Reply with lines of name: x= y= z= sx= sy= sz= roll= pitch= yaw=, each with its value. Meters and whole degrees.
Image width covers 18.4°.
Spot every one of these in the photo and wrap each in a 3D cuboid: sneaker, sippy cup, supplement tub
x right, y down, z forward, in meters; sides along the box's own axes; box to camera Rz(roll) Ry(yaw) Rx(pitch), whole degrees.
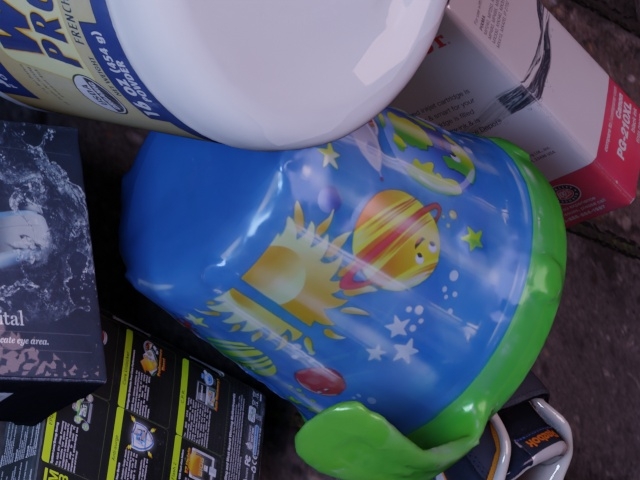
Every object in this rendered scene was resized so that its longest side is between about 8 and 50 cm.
sneaker: x=0.103 y=0.117 z=1.437 sx=0.126 sy=0.127 sz=0.321 roll=-16 pitch=84 yaw=-51
sippy cup: x=0.000 y=0.000 z=1.265 sx=0.224 sy=0.305 sz=0.240 roll=29 pitch=91 yaw=-37
supplement tub: x=-0.101 y=-0.178 z=1.134 sx=0.228 sy=0.316 sz=0.228 roll=-8 pitch=103 yaw=-38

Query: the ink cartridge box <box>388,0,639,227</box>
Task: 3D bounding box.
ink cartridge box: x=0.109 y=-0.107 z=1.507 sx=0.237 sy=0.172 sz=0.100 roll=42 pitch=45 yaw=-29

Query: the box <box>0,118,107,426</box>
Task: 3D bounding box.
box: x=-0.215 y=0.016 z=1.105 sx=0.156 sy=0.093 sz=0.158 roll=5 pitch=68 yaw=-36

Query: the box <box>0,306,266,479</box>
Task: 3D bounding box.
box: x=-0.116 y=0.152 z=1.222 sx=0.184 sy=0.045 sz=0.190 roll=29 pitch=53 yaw=-37
